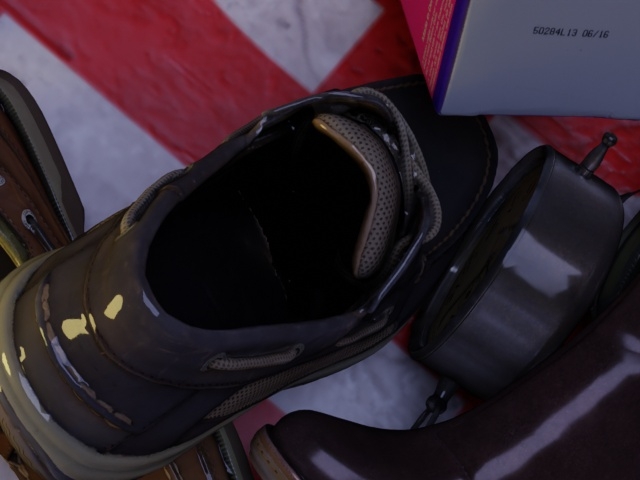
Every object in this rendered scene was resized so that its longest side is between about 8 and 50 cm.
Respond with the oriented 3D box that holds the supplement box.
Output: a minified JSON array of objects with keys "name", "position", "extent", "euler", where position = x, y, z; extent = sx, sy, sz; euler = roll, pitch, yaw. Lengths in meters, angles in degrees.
[{"name":"supplement box","position":[0.100,-0.171,0.883],"extent":[0.111,0.114,0.220],"euler":[1,44,-12]}]

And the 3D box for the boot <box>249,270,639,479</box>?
[{"name":"boot","position":[0.111,0.072,0.810],"extent":[0.248,0.090,0.207],"euler":[25,104,-24]}]

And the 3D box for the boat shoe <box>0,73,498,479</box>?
[{"name":"boat shoe","position":[0.000,0.000,0.802],"extent":[0.132,0.130,0.355],"euler":[56,41,-3]}]

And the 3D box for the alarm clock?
[{"name":"alarm clock","position":[0.092,0.035,0.882],"extent":[0.064,0.129,0.192],"euler":[36,83,-5]}]

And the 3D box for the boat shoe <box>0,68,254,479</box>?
[{"name":"boat shoe","position":[-0.142,0.055,0.815],"extent":[0.110,0.104,0.307],"euler":[-39,77,23]}]

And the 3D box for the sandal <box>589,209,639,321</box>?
[{"name":"sandal","position":[0.255,-0.047,0.956],"extent":[0.303,0.086,0.120],"euler":[-37,108,-11]}]
